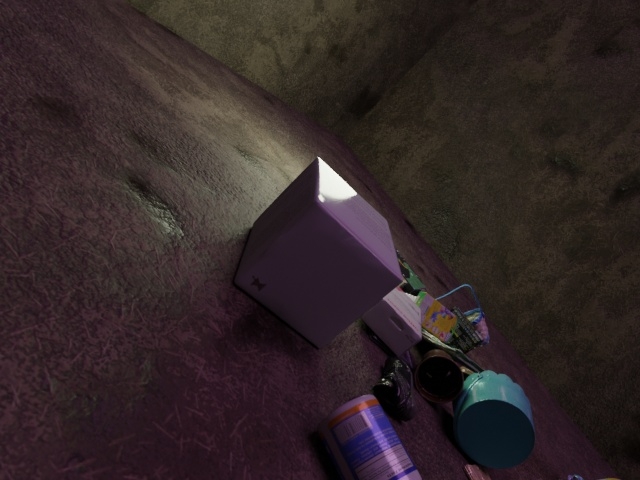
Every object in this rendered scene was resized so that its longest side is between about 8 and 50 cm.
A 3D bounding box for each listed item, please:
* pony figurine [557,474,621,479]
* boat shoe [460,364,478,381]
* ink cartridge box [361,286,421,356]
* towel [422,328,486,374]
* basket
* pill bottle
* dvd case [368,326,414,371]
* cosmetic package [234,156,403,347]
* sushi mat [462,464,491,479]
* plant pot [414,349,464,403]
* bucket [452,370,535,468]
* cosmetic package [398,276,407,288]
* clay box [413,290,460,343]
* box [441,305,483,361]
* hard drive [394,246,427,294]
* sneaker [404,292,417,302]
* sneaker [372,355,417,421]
[{"bbox_3d":[0.816,0.888,1.458,0.351,0.363,0.303,-15,77,-55],"label":"pony figurine"},{"bbox_3d":[0.689,0.654,1.956,0.103,0.113,0.302,3,30,-31],"label":"boat shoe"},{"bbox_3d":[0.268,0.271,1.730,0.207,0.117,0.283,46,17,-1],"label":"ink cartridge box"},{"bbox_3d":[0.510,0.440,1.882,0.247,0.038,0.324,38,-8,-28],"label":"towel"},{"bbox_3d":[0.663,0.380,2.212,0.289,0.254,0.201,61,23,6],"label":"basket"},{"bbox_3d":[0.118,0.483,0.981,0.152,0.152,0.272,19,34,-54],"label":"pill bottle"},{"bbox_3d":[0.255,0.369,1.716,0.221,0.018,0.165,41,19,-17],"label":"dvd case"},{"bbox_3d":[-0.005,0.022,1.376,0.327,0.329,0.394,41,20,-17],"label":"cosmetic package"},{"bbox_3d":[0.553,0.839,1.412,0.151,0.019,0.317,27,27,-47],"label":"sushi mat"},{"bbox_3d":[0.423,0.473,1.670,0.167,0.167,0.165,49,12,6],"label":"plant pot"},{"bbox_3d":[0.577,0.604,1.561,0.281,0.281,0.183,49,17,5],"label":"bucket"},{"bbox_3d":[0.367,0.181,2.275,0.041,0.060,0.115,16,34,-56],"label":"cosmetic package"},{"bbox_3d":[0.480,0.329,1.965,0.222,0.128,0.053,38,-13,-20],"label":"clay box"},{"bbox_3d":[0.603,0.426,2.097,0.045,0.184,0.191,13,37,-55],"label":"box"},{"bbox_3d":[0.405,0.143,2.427,0.339,0.064,0.236,54,20,22],"label":"hard drive"},{"bbox_3d":[0.405,0.275,2.045,0.232,0.115,0.090,47,-5,13],"label":"sneaker"},{"bbox_3d":[0.220,0.425,1.422,0.130,0.087,0.228,45,23,-25],"label":"sneaker"}]
